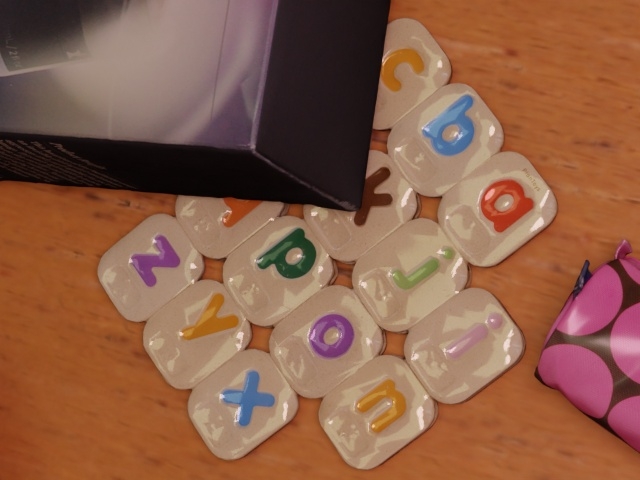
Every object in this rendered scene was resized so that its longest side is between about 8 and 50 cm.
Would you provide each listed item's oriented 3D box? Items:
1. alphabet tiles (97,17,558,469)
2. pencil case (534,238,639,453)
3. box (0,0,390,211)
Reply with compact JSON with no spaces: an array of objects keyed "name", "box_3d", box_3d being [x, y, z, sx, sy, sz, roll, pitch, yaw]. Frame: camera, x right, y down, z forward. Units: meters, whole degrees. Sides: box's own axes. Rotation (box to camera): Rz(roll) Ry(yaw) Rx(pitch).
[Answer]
[{"name":"alphabet tiles","box_3d":[0.000,0.000,1.118,0.278,0.021,0.284,-39,73,10]},{"name":"pencil case","box_3d":[0.228,0.094,0.997,0.209,0.095,0.098,37,79,17]},{"name":"box","box_3d":[-0.116,-0.187,1.080,0.294,0.182,0.296,5,81,21]}]
